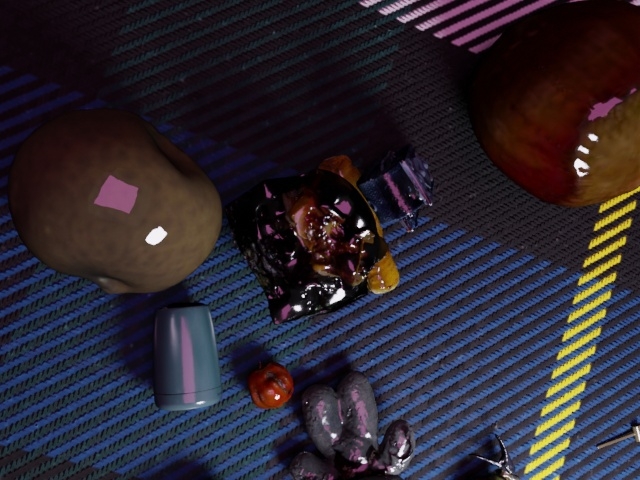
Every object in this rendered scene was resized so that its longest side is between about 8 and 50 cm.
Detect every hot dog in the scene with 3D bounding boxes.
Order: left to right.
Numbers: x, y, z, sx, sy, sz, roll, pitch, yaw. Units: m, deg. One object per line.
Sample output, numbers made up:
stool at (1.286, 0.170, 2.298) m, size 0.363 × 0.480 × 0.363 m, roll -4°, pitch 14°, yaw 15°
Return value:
hot dog at (0.079, -0.031, 1.346) m, size 0.083 × 0.068 × 0.288 m, roll -26°, pitch 94°, yaw -20°

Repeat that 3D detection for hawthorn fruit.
hawthorn fruit at (-0.096, 0.268, 1.293) m, size 0.093 × 0.093 × 0.093 m, roll 0°, pitch 90°, yaw -14°

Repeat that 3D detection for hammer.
hammer at (0.653, 0.434, 1.507) m, size 0.110 × 0.019 × 0.035 m, roll -16°, pitch 93°, yaw -11°

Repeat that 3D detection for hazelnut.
hazelnut at (0.490, -0.271, 1.314) m, size 0.421 × 0.353 × 0.420 m, roll -2°, pitch 78°, yaw 10°

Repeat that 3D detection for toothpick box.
toothpick box at (-0.241, 0.203, 1.238) m, size 0.120 × 0.120 × 0.184 m, roll -4°, pitch 88°, yaw -14°

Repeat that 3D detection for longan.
longan at (-0.332, -0.060, 1.141) m, size 0.350 × 0.288 × 0.288 m, roll 31°, pitch 82°, yaw -20°

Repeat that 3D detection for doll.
doll at (0.066, 0.426, 1.291) m, size 0.246 × 0.158 × 0.340 m, roll -12°, pitch 93°, yaw -5°

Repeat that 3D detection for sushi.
sushi at (0.000, -0.001, 1.230) m, size 0.212 × 0.215 × 0.227 m, roll -30°, pitch 77°, yaw 26°

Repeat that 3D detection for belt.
belt at (0.151, -0.096, 1.297) m, size 0.122 × 0.218 × 0.128 m, roll -29°, pitch 102°, yaw 21°

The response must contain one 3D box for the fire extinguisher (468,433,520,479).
fire extinguisher at (0.301, 0.555, 1.376) m, size 0.138 × 0.102 × 0.344 m, roll 30°, pitch 83°, yaw -10°
